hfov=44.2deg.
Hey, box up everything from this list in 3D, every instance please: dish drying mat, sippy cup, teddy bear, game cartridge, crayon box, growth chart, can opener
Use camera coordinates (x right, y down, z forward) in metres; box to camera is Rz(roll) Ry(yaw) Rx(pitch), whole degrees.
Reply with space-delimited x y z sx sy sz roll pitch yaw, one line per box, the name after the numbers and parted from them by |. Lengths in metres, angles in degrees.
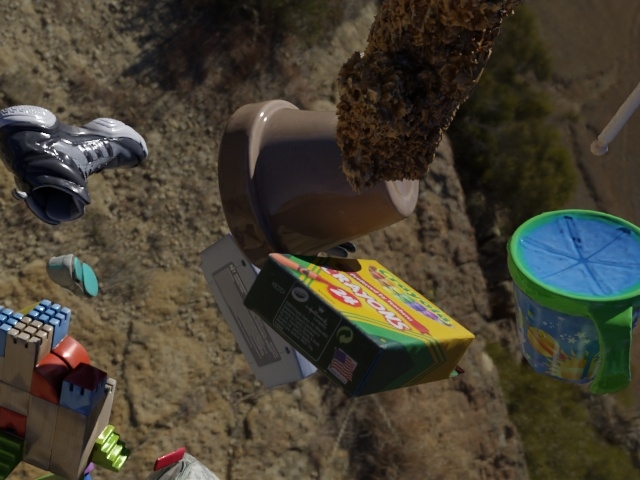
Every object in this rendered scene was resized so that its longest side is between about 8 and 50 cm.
-0.321 0.465 1.676 0.083 0.008 0.032 -8 123 -55 | dish drying mat
0.418 0.104 1.292 0.305 0.240 0.224 -46 143 -41 | sippy cup
0.086 -0.175 0.640 0.113 0.338 0.245 24 78 1 | teddy bear
-0.114 0.126 1.452 0.060 0.196 0.294 -26 89 -31 | game cartridge
0.073 0.107 1.072 0.202 0.081 0.319 37 16 29 | crayon box
0.342 -0.189 0.732 0.021 0.172 0.237 40 71 14 | growth chart
0.000 0.000 1.722 0.059 0.186 0.073 -34 130 -25 | can opener

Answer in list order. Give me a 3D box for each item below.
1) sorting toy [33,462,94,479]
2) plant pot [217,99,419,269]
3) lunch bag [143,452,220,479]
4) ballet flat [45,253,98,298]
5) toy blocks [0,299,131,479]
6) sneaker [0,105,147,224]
-0.473 0.490 1.386 0.365 0.127 0.126 -49 124 -86 | sorting toy
0.012 -0.092 1.155 0.263 0.230 0.262 24 63 -59 | plant pot
-0.258 0.626 1.691 0.212 0.256 0.305 -45 97 -12 | lunch bag
-0.513 0.073 1.622 0.068 0.213 0.072 -5 74 -4 | ballet flat
-0.471 0.204 1.231 0.382 0.260 0.190 21 28 5 | toy blocks
-0.353 -0.099 1.155 0.269 0.101 0.153 5 62 -56 | sneaker
